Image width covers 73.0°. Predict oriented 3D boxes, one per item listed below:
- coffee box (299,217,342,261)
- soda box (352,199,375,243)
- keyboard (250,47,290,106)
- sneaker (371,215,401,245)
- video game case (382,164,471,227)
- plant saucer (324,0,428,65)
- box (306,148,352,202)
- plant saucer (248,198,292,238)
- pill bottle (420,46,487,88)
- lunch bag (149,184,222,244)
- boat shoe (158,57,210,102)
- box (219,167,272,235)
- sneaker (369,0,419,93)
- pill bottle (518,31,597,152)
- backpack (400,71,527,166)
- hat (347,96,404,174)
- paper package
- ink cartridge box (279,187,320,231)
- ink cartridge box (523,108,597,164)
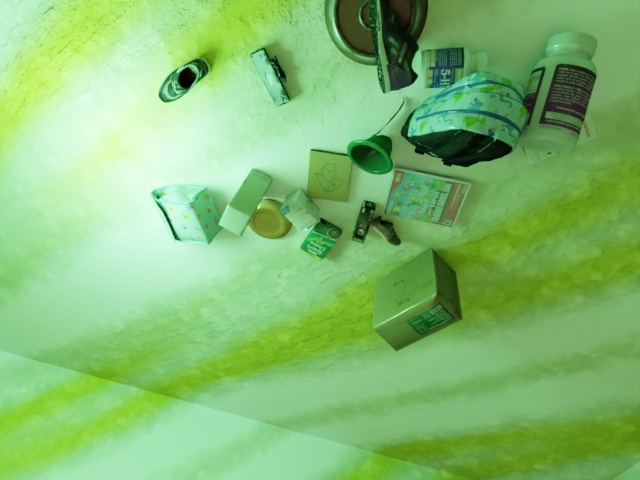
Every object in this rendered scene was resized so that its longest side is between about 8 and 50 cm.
[{"bbox_3d":[0.000,0.000,1.826,0.113,0.040,0.184,30,126,-11],"label":"coffee box"},{"bbox_3d":[0.172,-0.074,1.723,0.053,0.060,0.169,14,127,-1],"label":"soda box"},{"bbox_3d":[-0.153,-0.553,1.456,0.100,0.038,0.192,0,131,41],"label":"keyboard"},{"bbox_3d":[0.275,-0.038,1.732,0.157,0.061,0.065,37,118,-17],"label":"sneaker"},{"bbox_3d":[0.396,-0.163,1.634,0.284,0.025,0.204,12,128,3],"label":"video game case"},{"bbox_3d":[0.160,-0.675,1.282,0.310,0.050,0.311,6,127,8],"label":"plant saucer"},{"bbox_3d":[0.034,-0.244,1.648,0.164,0.021,0.201,9,127,4],"label":"box"},{"bbox_3d":[-0.218,-0.082,1.811,0.199,0.037,0.200,6,128,7],"label":"plant saucer"},{"bbox_3d":[0.399,-0.522,1.307,0.186,0.112,0.112,0,127,11],"label":"pill bottle"},{"bbox_3d":[-0.571,-0.108,1.792,0.262,0.160,0.224,5,131,22],"label":"lunch bag"},{"bbox_3d":[-0.485,-0.547,1.491,0.233,0.079,0.084,-23,121,27],"label":"boat shoe"},{"bbox_3d":[-0.275,-0.149,1.620,0.094,0.275,0.113,29,127,-9],"label":"box"},{"bbox_3d":[0.219,-0.586,1.261,0.124,0.107,0.284,-14,128,3],"label":"sneaker"},{"bbox_3d":[0.676,-0.417,1.233,0.169,0.169,0.302,14,95,1],"label":"pill bottle"},{"bbox_3d":[0.441,-0.345,1.286,0.289,0.355,0.274,23,105,-8],"label":"backpack"},{"bbox_3d":[0.219,-0.357,1.529,0.208,0.184,0.173,4,147,51],"label":"hat"},{"bbox_3d":[0.383,0.240,1.760,0.168,0.310,0.324,42,122,-20],"label":"paper package"},{"bbox_3d":[-0.074,-0.115,1.723,0.092,0.090,0.143,-30,117,29],"label":"ink cartridge box"},{"bbox_3d":[0.743,-0.358,1.376,0.203,0.086,0.148,-23,119,26],"label":"ink cartridge box"}]
